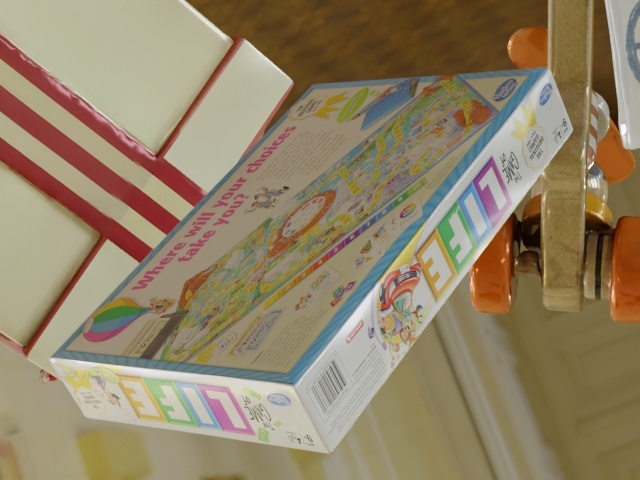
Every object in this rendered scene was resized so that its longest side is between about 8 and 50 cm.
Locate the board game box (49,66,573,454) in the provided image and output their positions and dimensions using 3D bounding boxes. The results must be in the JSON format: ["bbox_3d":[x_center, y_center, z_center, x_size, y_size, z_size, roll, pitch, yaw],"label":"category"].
[{"bbox_3d":[0.000,0.000,0.479,0.103,0.026,0.154,2,-140,42],"label":"board game box"}]

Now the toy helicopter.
[{"bbox_3d":[0.204,-0.117,1.206,0.140,0.355,0.235,3,-158,14],"label":"toy helicopter"}]

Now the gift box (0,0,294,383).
[{"bbox_3d":[-0.192,-0.079,0.941,0.255,0.258,0.276,-54,-154,-5],"label":"gift box"}]

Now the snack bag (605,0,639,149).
[{"bbox_3d":[0.311,-0.234,0.929,0.323,0.342,0.037,-6,-167,30],"label":"snack bag"}]
